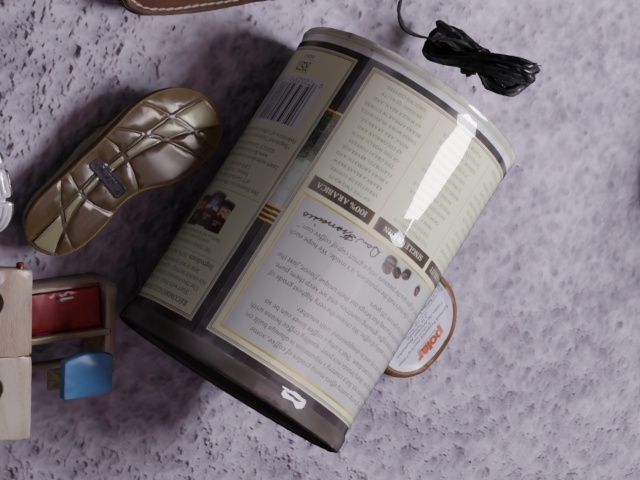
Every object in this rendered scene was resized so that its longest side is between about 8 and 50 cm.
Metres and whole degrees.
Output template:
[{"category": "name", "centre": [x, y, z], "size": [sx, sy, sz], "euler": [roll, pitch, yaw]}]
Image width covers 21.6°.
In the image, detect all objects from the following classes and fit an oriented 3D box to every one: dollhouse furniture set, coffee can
[{"category": "dollhouse furniture set", "centre": [-0.215, 0.058, 1.224], "size": [0.184, 0.129, 0.129], "euler": [-7, 109, -36]}, {"category": "coffee can", "centre": [0.000, 0.000, 1.329], "size": [0.201, 0.201, 0.275], "euler": [40, 79, -39]}]

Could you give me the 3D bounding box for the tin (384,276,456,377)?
[{"category": "tin", "centre": [0.055, 0.048, 1.500], "size": [0.106, 0.040, 0.189], "euler": [-48, 128, -11]}]

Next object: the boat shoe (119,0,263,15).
[{"category": "boat shoe", "centre": [-0.004, -0.242, 1.233], "size": [0.324, 0.116, 0.123], "euler": [-21, 112, 2]}]

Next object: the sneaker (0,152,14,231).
[{"category": "sneaker", "centre": [-0.280, -0.090, 1.139], "size": [0.094, 0.081, 0.208], "euler": [-25, 106, -34]}]

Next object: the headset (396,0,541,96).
[{"category": "headset", "centre": [0.168, -0.324, 1.367], "size": [0.243, 0.185, 0.394], "euler": [3, 113, -39]}]

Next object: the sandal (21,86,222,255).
[{"category": "sandal", "centre": [-0.158, -0.058, 1.288], "size": [0.180, 0.049, 0.072], "euler": [-39, 117, -13]}]
